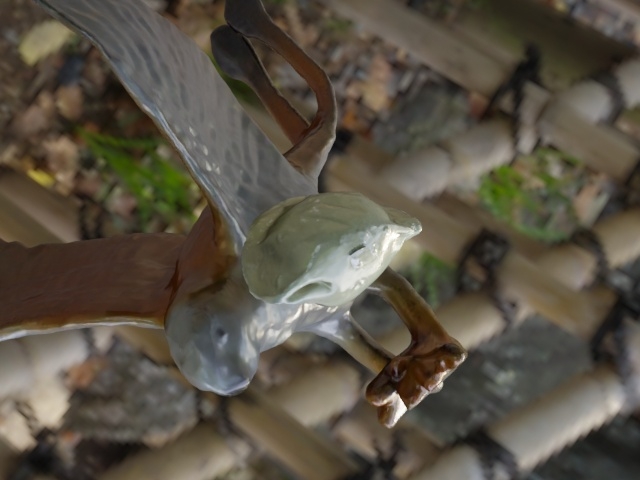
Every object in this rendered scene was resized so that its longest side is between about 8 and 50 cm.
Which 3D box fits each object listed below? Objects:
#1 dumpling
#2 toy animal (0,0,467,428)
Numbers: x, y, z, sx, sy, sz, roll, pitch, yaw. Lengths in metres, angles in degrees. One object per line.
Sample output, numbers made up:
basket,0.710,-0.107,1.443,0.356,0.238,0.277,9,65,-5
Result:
dumpling,-0.001,-0.001,0.826,0.077,0.059,0.043,-41,136,-9
toy animal,-0.036,-0.011,0.980,0.284,0.302,0.225,-19,142,-51
